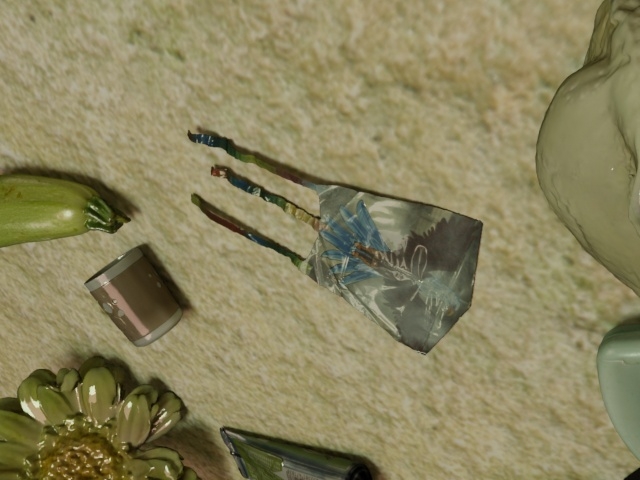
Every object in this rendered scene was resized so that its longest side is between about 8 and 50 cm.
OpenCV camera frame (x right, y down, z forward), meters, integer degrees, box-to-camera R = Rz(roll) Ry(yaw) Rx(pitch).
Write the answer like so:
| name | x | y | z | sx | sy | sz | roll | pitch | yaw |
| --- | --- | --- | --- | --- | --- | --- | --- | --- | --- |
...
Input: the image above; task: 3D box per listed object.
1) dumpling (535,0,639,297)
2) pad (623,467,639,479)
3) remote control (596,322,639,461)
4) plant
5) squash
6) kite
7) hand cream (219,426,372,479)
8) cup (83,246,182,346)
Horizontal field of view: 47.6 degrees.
| name | x | y | z | sx | sy | sz | roll | pitch | yaw |
| --- | --- | --- | --- | --- | --- | --- | --- | --- | --- |
| dumpling | 0.206 | -0.020 | 0.438 | 0.132 | 0.179 | 0.252 | -13 | 114 | 17 |
| pad | 0.471 | 0.249 | 0.568 | 0.368 | 0.007 | 0.247 | 36 | 133 | 8 |
| remote control | 0.352 | 0.108 | 0.508 | 0.297 | 0.056 | 0.140 | -14 | 110 | 40 |
| plant | -0.335 | 0.327 | 0.971 | 0.305 | 0.261 | 0.297 | 53 | 134 | 7 |
| squash | -0.314 | -0.030 | 0.843 | 0.225 | 0.094 | 0.094 | 2 | 121 | 26 |
| kite | -0.001 | 0.001 | 0.701 | 0.310 | 0.015 | 0.169 | 23 | 130 | 18 |
| hand cream | -0.031 | 0.281 | 0.893 | 0.235 | 0.055 | 0.086 | 0 | 117 | 42 |
| cup | -0.224 | 0.072 | 0.852 | 0.102 | 0.074 | 0.099 | -23 | 105 | 41 |
